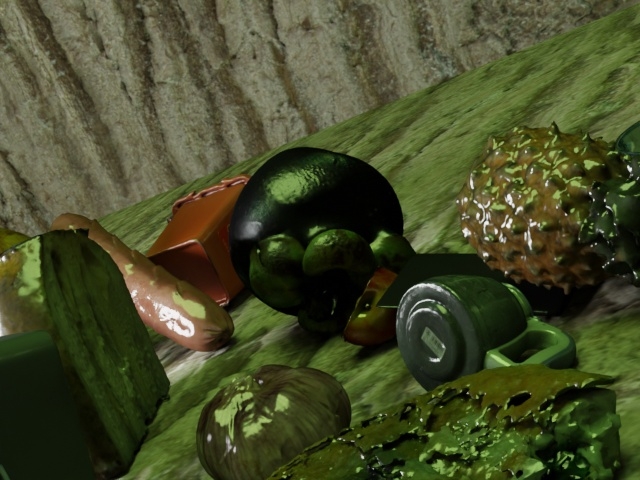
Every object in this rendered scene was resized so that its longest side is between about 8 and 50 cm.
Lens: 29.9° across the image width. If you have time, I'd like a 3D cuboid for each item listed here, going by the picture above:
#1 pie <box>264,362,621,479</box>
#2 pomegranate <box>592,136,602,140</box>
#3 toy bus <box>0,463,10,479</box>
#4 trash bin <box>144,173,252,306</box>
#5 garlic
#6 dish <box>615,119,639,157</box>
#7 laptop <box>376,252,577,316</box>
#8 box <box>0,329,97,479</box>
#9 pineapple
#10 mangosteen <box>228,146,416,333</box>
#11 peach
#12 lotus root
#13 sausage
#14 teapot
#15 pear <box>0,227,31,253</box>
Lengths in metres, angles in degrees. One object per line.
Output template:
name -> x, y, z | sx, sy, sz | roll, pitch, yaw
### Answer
pie -> 0.052, 0.196, 0.807 | 0.296, 0.078, 0.371 | -18, 14, 36
pomegranate -> 0.247, -0.059, 1.360 | 0.169, 0.143, 0.122 | -40, 17, -25
toy bus -> -0.309, 0.219, 0.959 | 0.133, 0.271, 0.165 | -29, 9, -22
trash bin -> -0.179, 0.019, 1.855 | 0.184, 0.161, 0.239 | -19, 16, 26
garlic -> -0.044, 0.164, 1.071 | 0.147, 0.102, 0.159 | -22, 12, 7
dish -> 0.436, -0.098, 1.296 | 0.236, 0.086, 0.228 | -25, 13, -3
laptop -> 0.169, 0.047, 1.244 | 0.197, 0.016, 0.135 | 1, 24, 26
box -> -0.319, 0.203, 1.168 | 0.135, 0.243, 0.163 | -18, 4, -43
pineapple -> 0.279, -0.018, 1.088 | 0.169, 0.169, 0.340 | -30, 24, -24
mangosteen -> 0.000, 0.000, 1.470 | 0.243, 0.243, 0.243 | -24, 12, 5
peach -> 0.067, 0.080, 1.311 | 0.061, 0.098, 0.098 | 28, 33, 15
lotus root -> -0.306, 0.124, 1.380 | 0.149, 0.260, 0.267 | -24, 12, 8
sausage -> -0.269, 0.055, 1.702 | 0.088, 0.088, 0.433 | -31, 40, -29
teapot -> 0.149, 0.076, 1.064 | 0.108, 0.111, 0.149 | -16, -1, -36
pear -> -0.477, 0.120, 1.731 | 0.280, 0.281, 0.281 | -24, 12, 5
